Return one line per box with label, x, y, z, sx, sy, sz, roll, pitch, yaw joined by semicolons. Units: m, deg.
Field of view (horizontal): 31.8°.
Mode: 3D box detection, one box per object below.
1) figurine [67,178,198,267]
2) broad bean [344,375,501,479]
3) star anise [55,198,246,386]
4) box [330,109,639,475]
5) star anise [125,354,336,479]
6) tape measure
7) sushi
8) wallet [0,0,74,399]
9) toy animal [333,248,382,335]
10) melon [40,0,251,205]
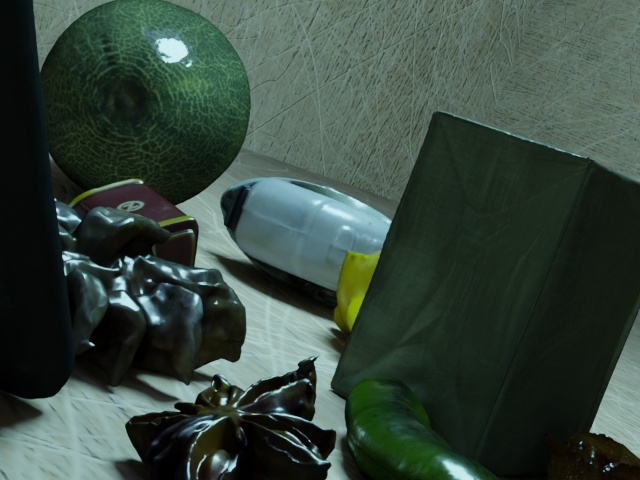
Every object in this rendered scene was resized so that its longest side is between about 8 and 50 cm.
figurine;-0.170;0.003;0.897;0.098;0.082;0.154;-6;21;-32
broad bean;0.094;0.150;0.667;0.292;0.049;0.144;31;5;42
star anise;-0.154;0.014;0.719;0.214;0.099;0.220;35;11;20
box;0.138;0.041;0.850;0.155;0.231;0.149;27;9;41
star anise;-0.027;0.113;0.503;0.097;0.070;0.191;-9;18;-16
tape measure;0.000;0.000;1.198;0.236;0.120;0.197;22;-1;41
sushi;0.200;0.168;0.810;0.120;0.052;0.055;15;9;-46
wallet;-0.204;-0.075;0.431;0.228;0.062;0.406;23;-31;4
toy animal;0.126;0.072;1.030;0.230;0.156;0.156;11;8;-6
melon;-0.197;-0.153;1.281;0.237;0.237;0.301;22;6;-2
